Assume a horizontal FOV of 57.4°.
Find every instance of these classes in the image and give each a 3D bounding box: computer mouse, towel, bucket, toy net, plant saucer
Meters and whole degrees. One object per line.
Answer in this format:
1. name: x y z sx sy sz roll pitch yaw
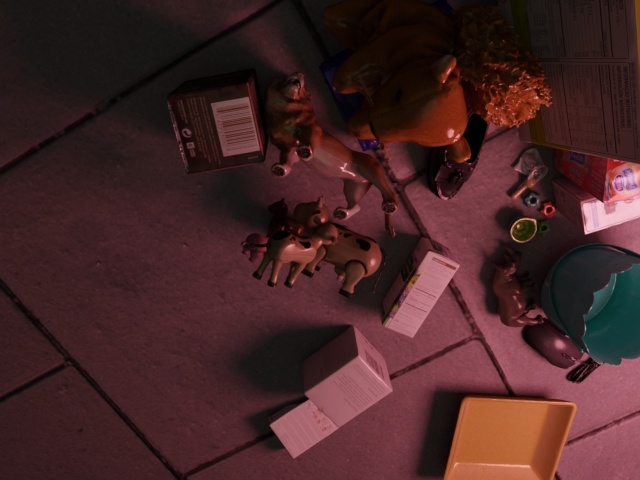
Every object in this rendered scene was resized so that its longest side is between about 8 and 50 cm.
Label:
1. computer mouse: 0.702 0.287 1.606 0.262 0.060 0.184 40 107 -18
2. towel: 0.176 -0.364 1.296 0.308 0.076 0.228 -27 119 8
3. bucket: 0.702 0.147 1.447 0.281 0.183 0.281 -6 110 -17
4. toy net: 0.528 -0.109 1.433 0.122 0.045 0.232 -2 113 -2
5. plant saucer: 0.537 0.577 1.714 0.332 0.081 0.333 4 114 -5

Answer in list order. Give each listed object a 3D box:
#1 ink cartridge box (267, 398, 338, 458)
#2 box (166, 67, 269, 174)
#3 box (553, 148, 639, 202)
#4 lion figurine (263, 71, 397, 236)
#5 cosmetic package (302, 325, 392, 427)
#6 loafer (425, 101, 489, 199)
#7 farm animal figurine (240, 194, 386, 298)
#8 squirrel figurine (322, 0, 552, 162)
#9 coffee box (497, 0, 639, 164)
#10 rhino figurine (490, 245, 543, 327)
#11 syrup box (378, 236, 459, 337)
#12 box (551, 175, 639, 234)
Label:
1. ink cartridge box: -0.044 0.525 1.696 0.179 0.045 0.145 -33 112 -8
2. box: -0.209 -0.257 1.247 0.167 0.203 0.168 -10 113 2
3. box: 0.628 -0.187 1.288 0.128 0.257 0.123 -8 115 1
4. lion figurine: 0.025 -0.184 1.283 0.392 0.240 0.142 39 122 -21
5. cosmetic package: 0.067 0.360 1.558 0.183 0.151 0.151 -37 110 12
6. loafer: 0.315 -0.212 1.320 0.109 0.095 0.302 -3 127 -16
7. farm animal figurine: 0.000 0.000 1.304 0.326 0.330 0.172 23 106 -11
8. squirrel figurine: 0.221 -0.305 1.077 0.397 0.370 0.281 -13 119 1
9. coffee box: 0.594 -0.379 1.114 0.337 0.334 0.338 -24 114 -14
10. rhino figurine: 0.502 0.123 1.519 0.106 0.073 0.243 -18 112 2
11. syrup box: 0.247 0.120 1.493 0.096 0.093 0.237 23 111 -12
12. box: 0.720 -0.125 1.369 0.290 0.169 0.087 -19 113 5
